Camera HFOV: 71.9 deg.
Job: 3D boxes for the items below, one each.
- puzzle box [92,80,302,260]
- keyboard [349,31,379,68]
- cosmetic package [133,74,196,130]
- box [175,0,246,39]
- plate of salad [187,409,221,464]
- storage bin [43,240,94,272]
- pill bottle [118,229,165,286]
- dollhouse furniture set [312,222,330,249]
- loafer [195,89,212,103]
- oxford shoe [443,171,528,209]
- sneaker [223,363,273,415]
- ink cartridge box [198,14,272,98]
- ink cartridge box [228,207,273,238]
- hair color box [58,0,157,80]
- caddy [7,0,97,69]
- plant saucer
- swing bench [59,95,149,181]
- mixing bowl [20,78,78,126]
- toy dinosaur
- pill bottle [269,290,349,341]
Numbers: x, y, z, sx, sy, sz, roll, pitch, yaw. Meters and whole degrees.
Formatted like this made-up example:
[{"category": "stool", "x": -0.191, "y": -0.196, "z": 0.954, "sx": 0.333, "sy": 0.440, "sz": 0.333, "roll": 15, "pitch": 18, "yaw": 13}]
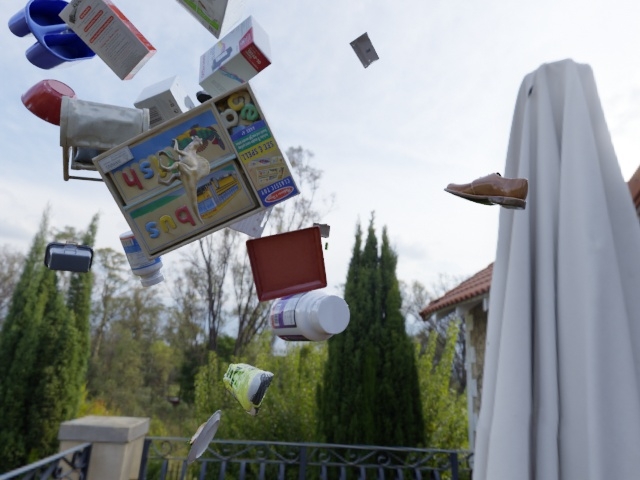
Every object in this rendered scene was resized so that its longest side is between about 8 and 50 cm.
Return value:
[{"category": "puzzle box", "x": -0.280, "y": -0.149, "z": 1.017, "sx": 0.409, "sy": 0.272, "sz": 0.052, "roll": -24, "pitch": 12, "yaw": 8}, {"category": "keyboard", "x": 0.169, "y": -0.708, "z": 1.652, "sx": 0.072, "sy": 0.014, "sz": 0.256, "roll": -34, "pitch": -8, "yaw": 16}, {"category": "cosmetic package", "x": -0.580, "y": -0.505, "z": 1.664, "sx": 0.151, "sy": 0.184, "sz": 0.151, "roll": -20, "pitch": -53, "yaw": 7}, {"category": "box", "x": -0.343, "y": -0.762, "z": 1.258, "sx": 0.262, "sy": 0.127, "sz": 0.231, "roll": 41, "pitch": -21, "yaw": -9}, {"category": "plate of salad", "x": -0.419, "y": 0.694, "z": 1.569, "sx": 0.048, "sy": 0.200, "sz": 0.200, "roll": 25, "pitch": -14, "yaw": 11}, {"category": "storage bin", "x": -0.780, "y": 0.054, "z": 1.377, "sx": 0.135, "sy": 0.098, "sz": 0.091, "roll": 9, "pitch": 6, "yaw": -33}, {"category": "pill bottle", "x": -0.693, "y": 0.064, "z": 1.735, "sx": 0.124, "sy": 0.221, "sz": 0.124, "roll": -13, "pitch": 16, "yaw": 4}, {"category": "dollhouse furniture set", "x": 0.000, "y": 0.000, "z": 1.871, "sx": 0.076, "sy": 0.152, "sz": 0.058, "roll": 6, "pitch": 0, "yaw": 6}, {"category": "loafer", "x": -0.473, "y": -0.606, "z": 1.836, "sx": 0.062, "sy": 0.061, "sz": 0.170, "roll": -29, "pitch": 2, "yaw": 17}, {"category": "oxford shoe", "x": 0.376, "y": -0.120, "z": 1.006, "sx": 0.076, "sy": 0.076, "sz": 0.212, "roll": 12, "pitch": 3, "yaw": -38}, {"category": "sneaker", "x": -0.254, "y": 0.485, "z": 1.470, "sx": 0.147, "sy": 0.145, "sz": 0.385, "roll": 27, "pitch": -23, "yaw": -5}, {"category": "ink cartridge box", "x": -0.209, "y": -0.437, "z": 1.069, "sx": 0.175, "sy": 0.127, "sz": 0.072, "roll": -27, "pitch": -40, "yaw": 22}, {"category": "ink cartridge box", "x": -0.290, "y": -0.117, "z": 1.798, "sx": 0.066, "sy": 0.189, "sz": 0.232, "roll": 22, "pitch": -3, "yaw": 21}, {"category": "hair color box", "x": -0.441, "y": -0.433, "z": 0.925, "sx": 0.093, "sy": 0.053, "sz": 0.167, "roll": -38, "pitch": -72, "yaw": 15}, {"category": "caddy", "x": -1.053, "y": -0.834, "z": 1.777, "sx": 0.179, "sy": 0.341, "sz": 0.241, "roll": -14, "pitch": -67, "yaw": 19}, {"category": "plant saucer", "x": -0.117, "y": 0.077, "z": 1.562, "sx": 0.259, "sy": 0.258, "sz": 0.048, "roll": -12, "pitch": 28, "yaw": -8}, {"category": "swing bench", "x": -0.718, "y": -0.322, "z": 1.477, "sx": 0.253, "sy": 0.165, "sz": 0.255, "roll": 2, "pitch": -30, "yaw": -25}, {"category": "mixing bowl", "x": -0.908, "y": -0.485, "z": 1.512, "sx": 0.181, "sy": 0.181, "sz": 0.098, "roll": 20, "pitch": -59, "yaw": -42}, {"category": "toy dinosaur", "x": -0.251, "y": -0.126, "z": 0.816, "sx": 0.092, "sy": 0.183, "sz": 0.053, "roll": 2, "pitch": -19, "yaw": -20}, {"category": "pill bottle", "x": -0.024, "y": 0.166, "z": 0.964, "sx": 0.108, "sy": 0.108, "sz": 0.193, "roll": 14, "pitch": -18, "yaw": -30}]
